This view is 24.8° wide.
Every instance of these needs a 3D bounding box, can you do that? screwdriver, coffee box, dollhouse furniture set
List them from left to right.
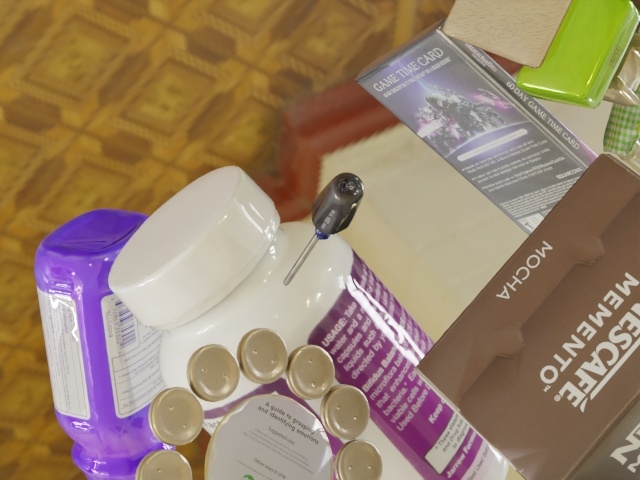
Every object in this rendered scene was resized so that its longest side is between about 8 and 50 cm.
[{"bbox_3d":[0.000,0.000,0.851,0.025,0.024,0.170,4,159,-7],"label":"screwdriver"},{"bbox_3d":[0.225,-0.181,1.168,0.301,0.151,0.197,20,96,-62],"label":"dollhouse furniture set"},{"bbox_3d":[0.208,0.094,0.893,0.168,0.119,0.297,-49,142,4],"label":"coffee box"}]

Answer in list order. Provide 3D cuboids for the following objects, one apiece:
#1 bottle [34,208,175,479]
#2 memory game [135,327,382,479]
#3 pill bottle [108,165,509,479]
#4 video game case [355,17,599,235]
[{"bbox_3d":[-0.177,0.118,1.259,0.118,0.092,0.282,-42,135,-54],"label":"bottle"},{"bbox_3d":[-0.036,0.148,0.934,0.186,0.186,0.012,-15,-179,-35],"label":"memory game"},{"bbox_3d":[-0.010,0.094,1.064,0.169,0.169,0.301,-40,111,1],"label":"pill bottle"},{"bbox_3d":[0.181,-0.110,1.529,0.026,0.274,0.196,-53,-167,-21],"label":"video game case"}]
